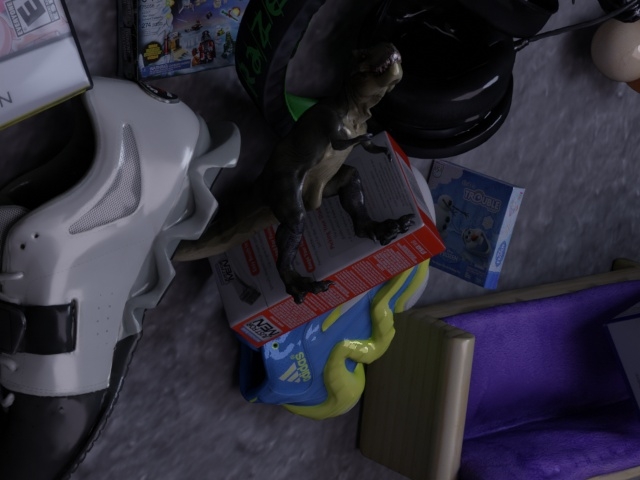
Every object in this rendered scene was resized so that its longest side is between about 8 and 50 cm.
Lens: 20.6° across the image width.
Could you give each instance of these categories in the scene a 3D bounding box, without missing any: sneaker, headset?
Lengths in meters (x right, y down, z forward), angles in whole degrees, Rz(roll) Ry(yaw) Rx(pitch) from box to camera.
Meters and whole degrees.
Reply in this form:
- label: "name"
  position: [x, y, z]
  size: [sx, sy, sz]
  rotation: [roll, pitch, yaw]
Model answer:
- label: "sneaker"
  position: [-0.195, 0.036, 1.227]
  size: [0.146, 0.122, 0.330]
  rotation: [26, 90, -27]
- label: "sneaker"
  position: [0.004, 0.045, 1.395]
  size: [0.126, 0.091, 0.240]
  rotation: [-1, 121, -36]
- label: "headset"
  position: [0.102, -0.195, 1.362]
  size: [0.394, 0.185, 0.243]
  rotation: [-7, 142, -36]

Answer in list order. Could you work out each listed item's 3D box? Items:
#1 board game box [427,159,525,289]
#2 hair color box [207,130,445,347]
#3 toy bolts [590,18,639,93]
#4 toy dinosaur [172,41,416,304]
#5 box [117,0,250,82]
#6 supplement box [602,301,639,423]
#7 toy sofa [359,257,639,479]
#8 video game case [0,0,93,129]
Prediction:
- label: "board game box"
  position: [0.123, -0.015, 1.502]
  size: [0.020, 0.090, 0.090]
  rotation: [8, 101, -48]
- label: "hair color box"
  position: [0.000, 0.000, 1.333]
  size: [0.167, 0.093, 0.053]
  rotation: [-27, 148, 11]
- label: "toy bolts"
  position: [0.338, -0.243, 1.550]
  size: [0.158, 0.218, 0.228]
  rotation: [-10, 95, -34]
- label: "toy dinosaur"
  position: [-0.009, -0.028, 1.274]
  size: [0.268, 0.118, 0.064]
  rotation: [-42, 167, 25]
- label: "box"
  position: [-0.086, -0.172, 1.287]
  size: [0.137, 0.027, 0.094]
  rotation: [-16, 117, -38]
- label: "supplement box"
  position: [0.375, 0.078, 1.580]
  size: [0.220, 0.114, 0.111]
  rotation: [-26, 96, -42]
- label: "toy sofa"
  position: [0.223, 0.124, 1.591]
  size: [0.362, 0.177, 0.150]
  rotation: [-8, 110, -41]
- label: "video game case"
  position: [-0.286, -0.173, 1.059]
  size: [0.248, 0.035, 0.275]
  rotation: [-29, 112, -31]
